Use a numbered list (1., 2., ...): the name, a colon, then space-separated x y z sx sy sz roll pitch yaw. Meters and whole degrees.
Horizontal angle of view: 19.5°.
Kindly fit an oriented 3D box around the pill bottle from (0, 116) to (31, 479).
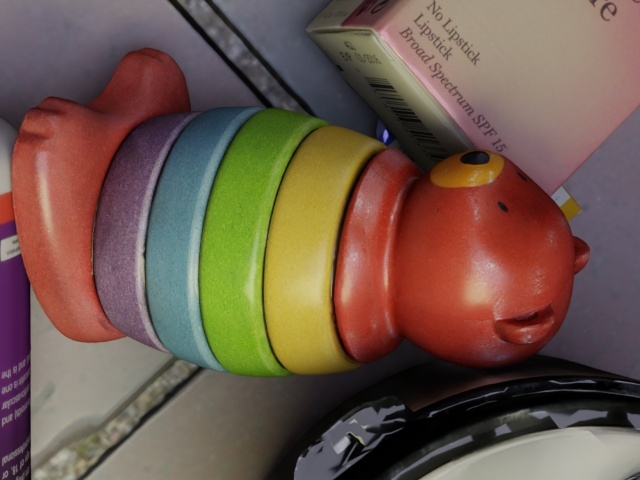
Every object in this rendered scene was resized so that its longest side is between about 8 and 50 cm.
1. pill bottle: -0.255 0.088 1.058 0.181 0.181 0.323 -1 102 -12

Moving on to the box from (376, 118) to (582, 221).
1. box: 0.093 -0.044 1.185 0.081 0.028 0.136 -41 105 -1

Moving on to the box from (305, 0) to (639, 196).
1. box: 0.133 -0.147 1.100 0.232 0.127 0.148 -45 107 -9

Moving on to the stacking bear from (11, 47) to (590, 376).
1. stacking bear: 0.000 0.000 1.035 0.289 0.175 0.164 8 113 21

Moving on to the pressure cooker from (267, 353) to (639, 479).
1. pressure cooker: 0.119 0.244 1.017 0.370 0.420 0.375 -22 91 -4
